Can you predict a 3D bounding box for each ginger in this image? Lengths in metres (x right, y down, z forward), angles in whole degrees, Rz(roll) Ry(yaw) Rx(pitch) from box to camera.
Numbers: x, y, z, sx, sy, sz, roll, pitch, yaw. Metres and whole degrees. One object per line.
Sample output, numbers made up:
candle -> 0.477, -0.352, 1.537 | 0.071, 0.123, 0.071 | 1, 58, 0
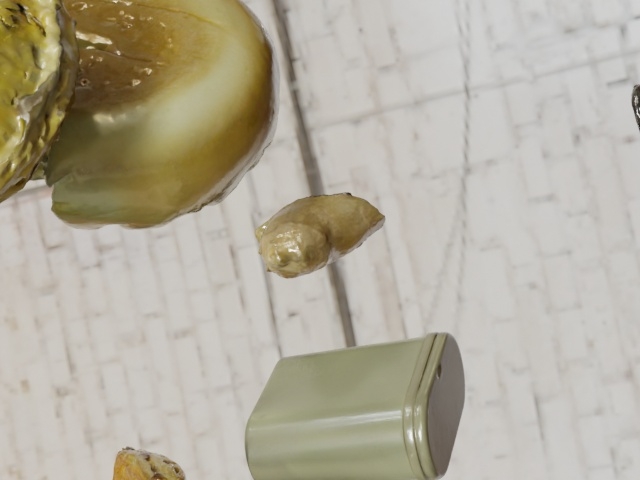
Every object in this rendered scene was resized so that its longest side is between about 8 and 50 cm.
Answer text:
ginger -> 0.003, -0.002, 1.845 | 0.122, 0.193, 0.115 | -106, -3, -68

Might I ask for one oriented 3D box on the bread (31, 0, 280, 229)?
bread -> -0.195, -0.131, 1.158 | 0.160, 0.333, 0.333 | 90, -174, -48

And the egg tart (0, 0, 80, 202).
egg tart -> -0.340, -0.109, 0.944 | 0.132, 0.341, 0.341 | 65, -157, -47

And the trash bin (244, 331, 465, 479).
trash bin -> 0.049, 0.224, 1.674 | 0.243, 0.247, 0.121 | -64, -40, -59

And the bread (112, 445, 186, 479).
bread -> -0.290, 0.466, 2.196 | 0.099, 0.235, 0.211 | 4, -84, -25

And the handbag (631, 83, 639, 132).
handbag -> 0.318, -0.094, 1.165 | 0.139, 0.072, 0.115 | 36, -126, -33
